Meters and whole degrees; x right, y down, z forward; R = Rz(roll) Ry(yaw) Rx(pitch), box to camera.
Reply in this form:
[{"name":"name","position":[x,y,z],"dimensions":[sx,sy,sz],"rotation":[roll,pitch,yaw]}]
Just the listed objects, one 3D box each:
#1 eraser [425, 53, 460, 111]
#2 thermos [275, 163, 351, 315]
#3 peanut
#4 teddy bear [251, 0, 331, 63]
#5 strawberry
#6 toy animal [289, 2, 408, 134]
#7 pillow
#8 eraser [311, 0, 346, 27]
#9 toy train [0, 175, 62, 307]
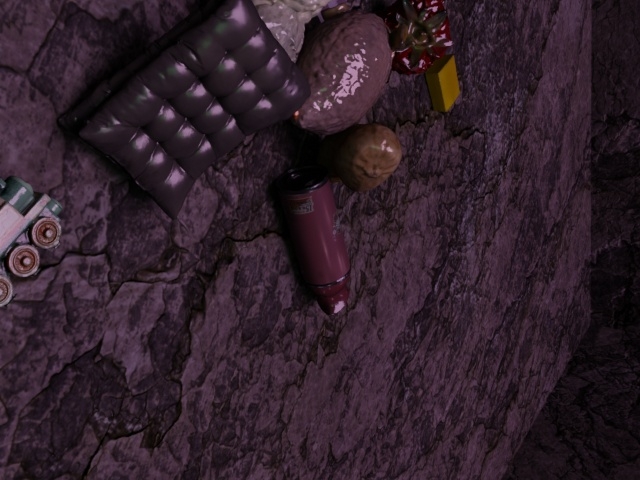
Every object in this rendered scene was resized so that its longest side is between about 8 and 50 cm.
[{"name":"eraser","position":[0.329,-0.420,1.958],"dimensions":[0.097,0.045,0.122],"rotation":[-52,137,-35]},{"name":"thermos","position":[-0.007,0.004,1.555],"dimensions":[0.109,0.136,0.330],"rotation":[-22,122,-12]},{"name":"peanut","position":[0.066,-0.171,1.482],"dimensions":[0.122,0.253,0.137],"rotation":[14,92,-28]},{"name":"teddy bear","position":[-0.131,-0.438,1.240],"dimensions":[0.375,0.362,0.327],"rotation":[55,18,4]},{"name":"strawberry","position":[0.210,-0.476,1.684],"dimensions":[0.201,0.184,0.187],"rotation":[-63,149,-74]},{"name":"toy animal","position":[0.035,-0.328,1.406],"dimensions":[0.358,0.188,0.226],"rotation":[-57,172,-50]},{"name":"pillow","position":[-0.192,-0.205,1.114],"dimensions":[0.326,0.101,0.228],"rotation":[-40,139,3]},{"name":"eraser","position":[0.014,-0.487,1.512],"dimensions":[0.105,0.026,0.065],"rotation":[-60,138,-26]},{"name":"toy train","position":[-0.430,0.001,0.967],"dimensions":[0.194,0.081,0.125],"rotation":[-58,135,-26]}]
